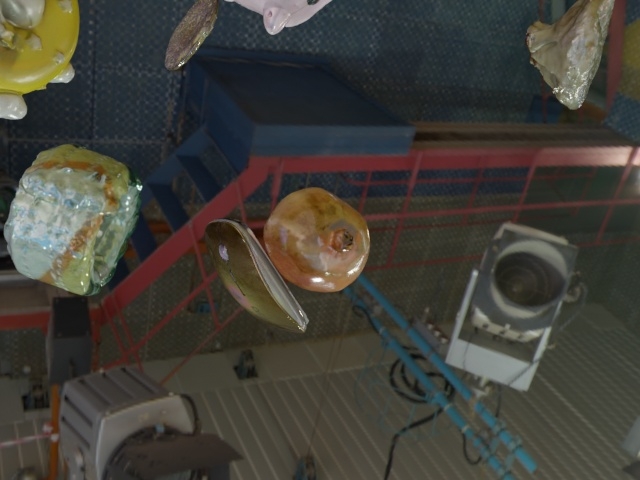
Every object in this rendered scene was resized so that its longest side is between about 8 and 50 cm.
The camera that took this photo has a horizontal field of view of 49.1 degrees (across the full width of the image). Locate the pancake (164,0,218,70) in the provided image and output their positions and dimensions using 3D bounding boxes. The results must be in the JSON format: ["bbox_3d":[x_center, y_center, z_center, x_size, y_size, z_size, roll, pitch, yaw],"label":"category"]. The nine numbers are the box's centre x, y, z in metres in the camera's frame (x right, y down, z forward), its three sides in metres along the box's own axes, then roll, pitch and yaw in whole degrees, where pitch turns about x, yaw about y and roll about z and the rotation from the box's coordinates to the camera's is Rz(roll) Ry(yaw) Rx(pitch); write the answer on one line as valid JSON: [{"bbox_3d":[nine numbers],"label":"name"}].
[{"bbox_3d":[-0.281,-0.454,1.522,0.021,0.199,0.199,31,-165,-35],"label":"pancake"}]

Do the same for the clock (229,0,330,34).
[{"bbox_3d":[-0.113,-0.689,1.620,0.377,0.368,0.250,58,-169,25],"label":"clock"}]

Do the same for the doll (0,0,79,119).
[{"bbox_3d":[-0.379,-0.276,0.804,0.111,0.252,0.237,3,-127,37],"label":"doll"}]

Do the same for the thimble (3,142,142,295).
[{"bbox_3d":[-0.433,-0.040,1.249,0.167,0.254,0.288,19,163,-4],"label":"thimble"}]

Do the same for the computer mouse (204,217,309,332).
[{"bbox_3d":[-0.139,0.087,1.464,0.158,0.310,0.072,4,-137,47],"label":"computer mouse"}]

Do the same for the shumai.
[{"bbox_3d":[0.394,-0.320,1.127,0.120,0.201,0.201,20,-151,22],"label":"shumai"}]

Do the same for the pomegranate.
[{"bbox_3d":[0.000,0.000,1.638,0.252,0.229,0.270,42,167,-15],"label":"pomegranate"}]
